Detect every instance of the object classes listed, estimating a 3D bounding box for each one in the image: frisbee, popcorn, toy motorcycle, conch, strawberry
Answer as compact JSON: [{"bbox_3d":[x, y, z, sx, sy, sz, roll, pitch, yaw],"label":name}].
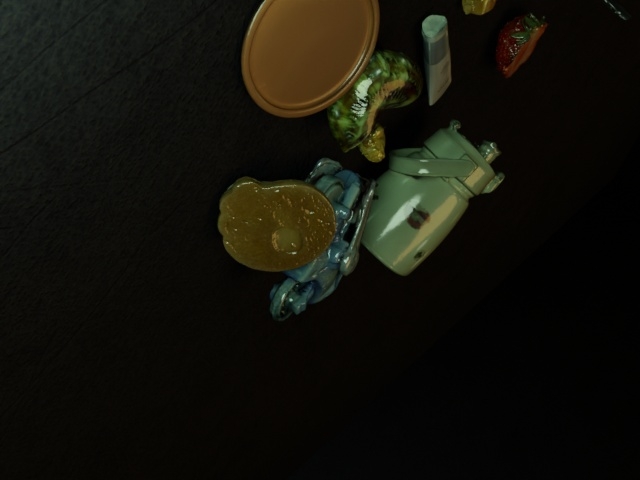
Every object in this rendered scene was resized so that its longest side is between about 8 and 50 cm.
[{"bbox_3d":[-0.013,-0.301,1.133,0.251,0.021,0.250,-26,141,-23],"label":"frisbee"},{"bbox_3d":[0.091,-0.200,1.482,0.084,0.084,0.084,-39,155,-23],"label":"popcorn"},{"bbox_3d":[0.018,0.011,1.471,0.241,0.182,0.319,5,115,-39],"label":"toy motorcycle"},{"bbox_3d":[0.089,-0.263,1.319,0.181,0.124,0.187,-40,180,-43],"label":"conch"},{"bbox_3d":[0.455,-0.453,1.726,0.147,0.082,0.187,-34,159,-20],"label":"strawberry"}]

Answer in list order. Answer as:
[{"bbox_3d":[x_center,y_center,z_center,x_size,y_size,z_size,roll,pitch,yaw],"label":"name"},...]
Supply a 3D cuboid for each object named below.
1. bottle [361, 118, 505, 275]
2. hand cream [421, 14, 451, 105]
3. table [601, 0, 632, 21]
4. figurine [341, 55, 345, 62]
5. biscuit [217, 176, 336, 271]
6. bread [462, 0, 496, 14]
[{"bbox_3d":[0.230,-0.114,1.641,0.351,0.229,0.229,-46,158,13],"label":"bottle"},{"bbox_3d":[0.236,-0.362,1.509,0.079,0.048,0.255,-48,158,-7],"label":"hand cream"},{"bbox_3d":[0.567,-0.625,1.444,0.317,0.249,0.317,-39,155,-22],"label":"table"},{"bbox_3d":[0.011,-0.304,1.212,0.064,0.047,0.109,-29,162,31],"label":"figurine"},{"bbox_3d":[-0.078,-0.032,1.316,0.208,0.049,0.180,-2,120,-10],"label":"biscuit"},{"bbox_3d":[0.320,-0.503,1.443,0.074,0.053,0.132,-40,155,-31],"label":"bread"}]
